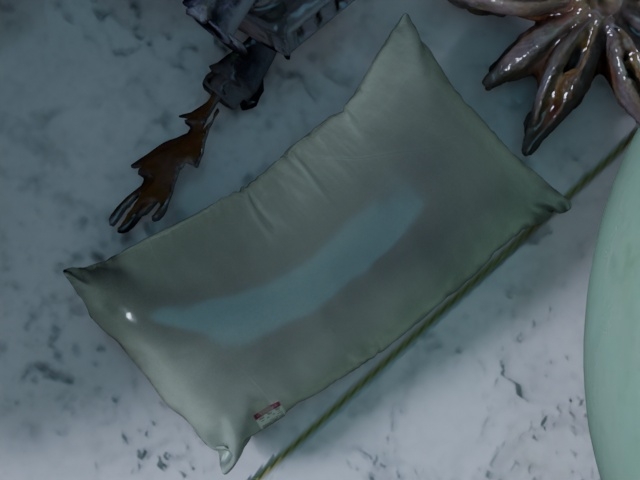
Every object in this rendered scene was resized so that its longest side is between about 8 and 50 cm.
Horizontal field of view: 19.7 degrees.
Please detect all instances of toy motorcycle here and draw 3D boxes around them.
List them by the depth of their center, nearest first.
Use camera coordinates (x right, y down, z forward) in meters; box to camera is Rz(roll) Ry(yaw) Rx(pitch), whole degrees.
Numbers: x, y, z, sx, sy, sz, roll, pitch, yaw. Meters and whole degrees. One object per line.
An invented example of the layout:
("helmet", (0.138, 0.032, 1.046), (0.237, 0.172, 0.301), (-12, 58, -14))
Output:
("toy motorcycle", (-0.021, -0.189, 1.024), (0.207, 0.134, 0.401), (32, 80, 8))

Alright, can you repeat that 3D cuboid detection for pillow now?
("pillow", (0.000, -0.001, 1.019), (0.254, 0.078, 0.144), (-37, 87, -7))

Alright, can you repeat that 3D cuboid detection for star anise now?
("star anise", (0.156, -0.133, 1.058), (0.195, 0.065, 0.182), (11, 86, -5))

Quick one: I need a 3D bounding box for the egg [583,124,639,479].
("egg", (0.272, 0.051, 0.926), (0.276, 0.276, 0.388), (3, 83, -3))
